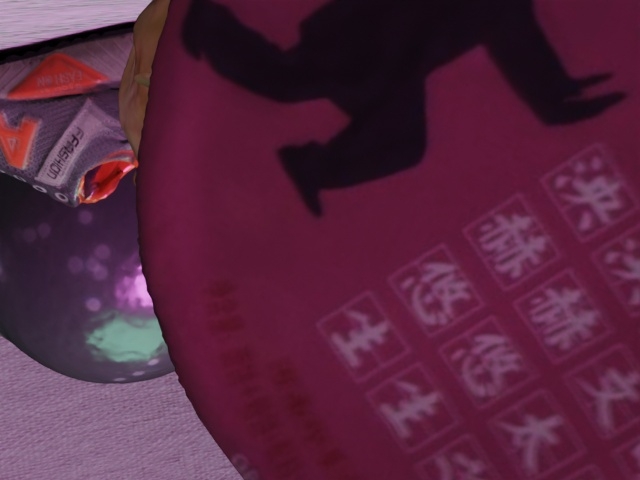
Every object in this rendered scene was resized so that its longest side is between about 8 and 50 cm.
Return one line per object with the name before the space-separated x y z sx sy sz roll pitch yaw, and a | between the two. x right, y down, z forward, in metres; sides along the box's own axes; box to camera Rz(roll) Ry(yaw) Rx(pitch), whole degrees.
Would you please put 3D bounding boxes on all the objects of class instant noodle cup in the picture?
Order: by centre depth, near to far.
instant noodle cup | 0.092 -0.025 0.407 0.235 0.234 0.178 -9 -170 12

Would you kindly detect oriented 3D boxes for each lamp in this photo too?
lamp | -0.180 0.000 1.067 0.314 0.182 0.182 -2 -176 37

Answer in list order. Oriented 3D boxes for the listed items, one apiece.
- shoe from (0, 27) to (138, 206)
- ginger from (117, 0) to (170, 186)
shoe | -0.139 -0.052 0.813 0.194 0.077 0.074 -9 -179 25
ginger | 0.028 -0.052 0.606 0.267 0.138 0.152 -24 174 -34
